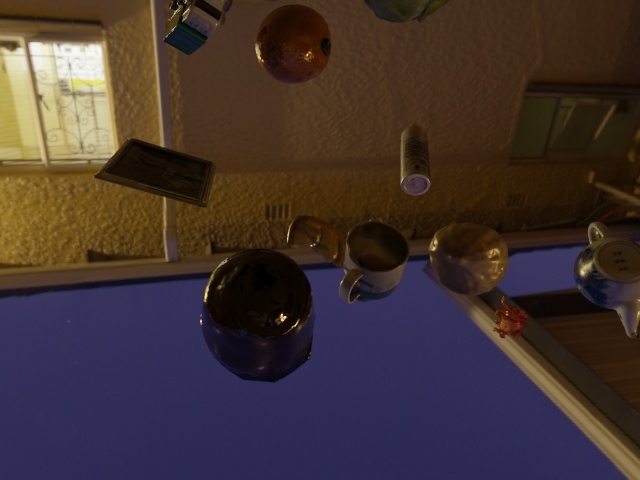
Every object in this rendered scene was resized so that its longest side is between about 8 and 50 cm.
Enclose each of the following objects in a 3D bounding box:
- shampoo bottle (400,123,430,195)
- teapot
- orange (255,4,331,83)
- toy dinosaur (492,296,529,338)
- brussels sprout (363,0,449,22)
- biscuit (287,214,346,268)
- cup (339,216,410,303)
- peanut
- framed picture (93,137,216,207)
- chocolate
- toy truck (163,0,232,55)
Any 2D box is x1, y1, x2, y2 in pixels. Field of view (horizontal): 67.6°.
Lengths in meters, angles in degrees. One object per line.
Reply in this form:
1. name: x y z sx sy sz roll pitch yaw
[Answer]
1. shampoo bottle: 0.304 -0.280 1.550 0.092 0.092 0.303 5 -132 3
2. teapot: 1.018 0.124 1.661 0.253 0.280 0.423 -12 -122 14
3. orange: -0.069 -0.492 1.205 0.206 0.205 0.206 3 -155 -1
4. toy dinosaur: 0.690 0.287 1.722 0.117 0.288 0.070 16 -125 24
5. brussels sprout: 0.173 -0.634 1.025 0.328 0.247 0.327 7 -114 -16
6. biscuit: 0.003 -0.003 2.012 0.299 0.154 0.045 27 180 -18
7. cup: 0.172 0.100 1.696 0.219 0.257 0.290 35 -120 22
8. peanut: 0.281 0.034 0.907 0.141 0.159 0.109 4 -132 29
9. framed picture: -0.364 -0.169 1.112 0.233 0.019 0.296 15 -156 -15
10. chocolate: -0.167 0.187 1.413 0.384 0.331 0.383 8 -126 -12
11. toy truck: -0.325 -0.569 1.228 0.114 0.123 0.253 22 174 -33
